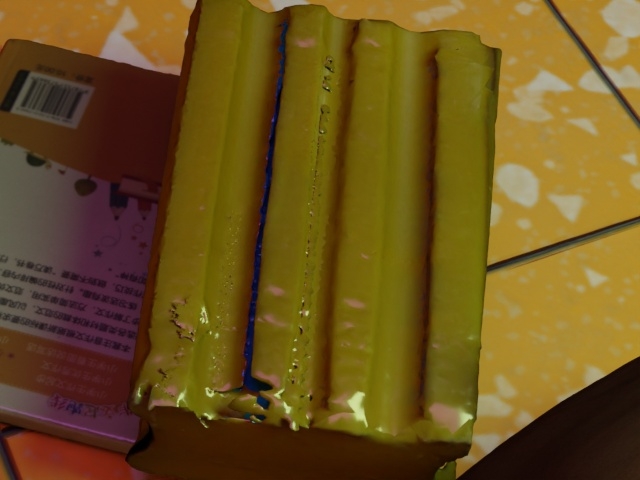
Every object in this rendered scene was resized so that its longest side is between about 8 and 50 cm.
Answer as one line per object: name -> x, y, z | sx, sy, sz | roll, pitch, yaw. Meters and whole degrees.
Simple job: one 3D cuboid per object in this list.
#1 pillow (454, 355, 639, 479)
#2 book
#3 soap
pillow -> 0.182, 0.121, 0.866 | 0.308, 0.305, 0.108 | -28, 91, -24
book -> -0.158, -0.007, 1.091 | 0.208, 0.020, 0.295 | 14, 52, 5
soap -> 0.000, 0.000, 1.032 | 0.204, 0.096, 0.324 | 8, 53, -2
